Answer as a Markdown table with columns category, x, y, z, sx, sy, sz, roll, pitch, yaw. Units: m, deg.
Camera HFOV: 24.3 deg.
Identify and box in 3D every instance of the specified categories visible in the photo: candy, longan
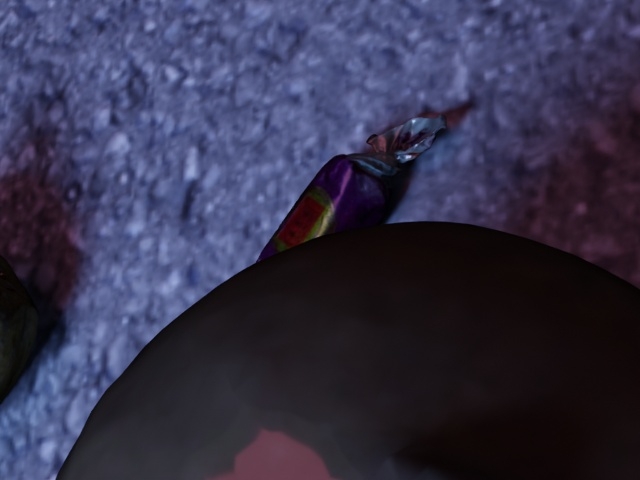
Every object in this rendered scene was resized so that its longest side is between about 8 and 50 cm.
| category | x | y | z | sx | sy | sz | roll | pitch | yaw |
| --- | --- | --- | --- | --- | --- | --- | --- | --- | --- |
| candy | 0.000 | 0.000 | 0.754 | 0.175 | 0.043 | 0.045 | -54 | 41 | 0 |
| longan | 0.042 | 0.139 | 0.511 | 0.297 | 0.297 | 0.297 | -14 | 61 | 27 |

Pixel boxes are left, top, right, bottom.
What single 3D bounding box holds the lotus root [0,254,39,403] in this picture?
| category | x | y | z | sx | sy | sz | roll | pitch | yaw |
| --- | --- | --- | --- | --- | --- | --- | --- | --- | --- |
| lotus root | -0.262 | 0.087 | 0.835 | 0.241 | 0.123 | 0.124 | -41 | 23 | 14 |
